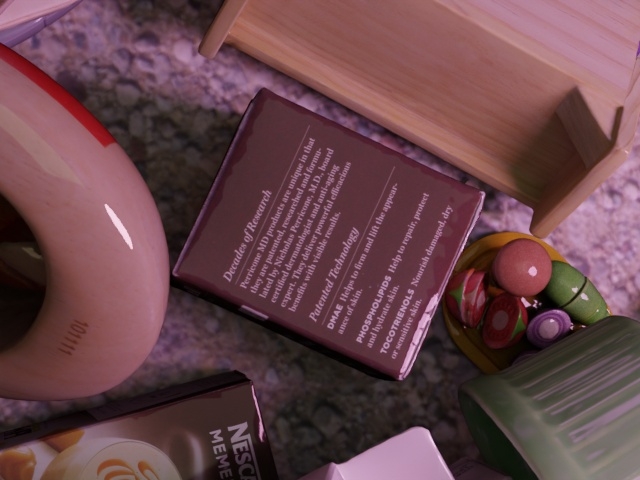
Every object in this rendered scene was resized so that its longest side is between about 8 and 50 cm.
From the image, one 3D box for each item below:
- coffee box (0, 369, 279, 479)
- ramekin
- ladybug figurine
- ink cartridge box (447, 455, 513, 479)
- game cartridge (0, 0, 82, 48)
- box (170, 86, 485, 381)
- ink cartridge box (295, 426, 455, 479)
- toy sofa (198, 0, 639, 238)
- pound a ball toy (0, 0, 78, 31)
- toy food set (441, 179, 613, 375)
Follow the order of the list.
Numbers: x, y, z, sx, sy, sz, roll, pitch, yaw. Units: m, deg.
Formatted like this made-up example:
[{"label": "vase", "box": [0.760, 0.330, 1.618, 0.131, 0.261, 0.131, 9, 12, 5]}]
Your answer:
[{"label": "coffee box", "box": [-0.163, 0.206, 1.338, 0.246, 0.098, 0.141, -15, 93, -11]}, {"label": "ramekin", "box": [0.253, 0.207, 1.302, 0.148, 0.303, 0.303, -32, 94, -5]}, {"label": "ladybug figurine", "box": [-0.309, -0.053, 1.254, 0.449, 0.305, 0.162, 32, 38, -3]}, {"label": "ink cartridge box", "box": [0.127, 0.326, 1.354, 0.171, 0.168, 0.232, -32, 93, -9]}, {"label": "game cartridge", "box": [-0.239, -0.306, 1.374, 0.198, 0.062, 0.297, 42, 80, -2]}, {"label": "box", "box": [0.000, 0.000, 1.340, 0.203, 0.168, 0.167, 25, 84, -4]}, {"label": "ink cartridge box", "box": [-0.033, 0.310, 1.203, 0.353, 0.119, 0.207, -29, 95, 9]}, {"label": "toy sofa", "box": [0.097, -0.175, 1.381, 0.362, 0.150, 0.177, 27, 51, -9]}, {"label": "pound a ball toy", "box": [-0.239, -0.300, 1.297, 0.208, 0.136, 0.319, -30, 90, -43]}, {"label": "toy food set", "box": [0.180, 0.059, 1.428, 0.218, 0.071, 0.128, 43, 80, -6]}]
